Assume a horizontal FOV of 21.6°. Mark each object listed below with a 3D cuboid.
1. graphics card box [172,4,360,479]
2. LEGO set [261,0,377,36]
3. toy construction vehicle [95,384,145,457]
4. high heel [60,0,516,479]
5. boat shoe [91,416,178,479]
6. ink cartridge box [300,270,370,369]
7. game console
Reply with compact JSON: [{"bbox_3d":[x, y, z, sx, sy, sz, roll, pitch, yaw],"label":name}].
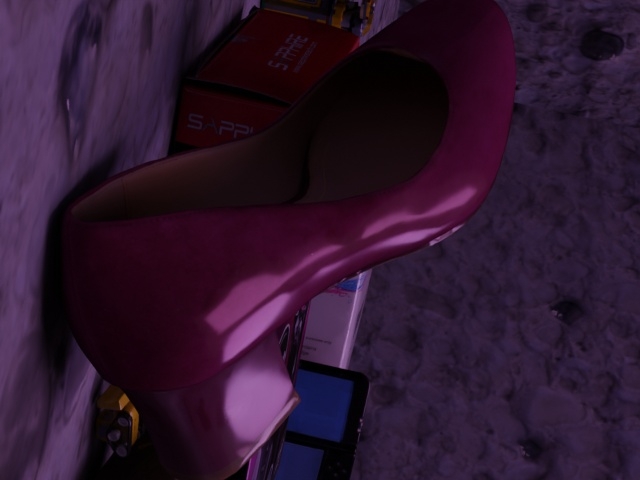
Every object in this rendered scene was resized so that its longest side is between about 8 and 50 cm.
[{"bbox_3d":[-0.059,0.042,1.183,0.233,0.094,0.371,-67,169,-70],"label":"graphics card box"},{"bbox_3d":[0.076,-0.303,1.287,0.331,0.192,0.255,98,5,-46],"label":"LEGO set"},{"bbox_3d":[-0.109,0.064,0.992,0.086,0.035,0.098,-54,157,-52],"label":"toy construction vehicle"},{"bbox_3d":[0.001,-0.058,0.899,0.377,0.127,0.181,-59,146,-35],"label":"high heel"},{"bbox_3d":[-0.099,0.151,1.011,0.178,0.064,0.060,-76,147,-48],"label":"boat shoe"},{"bbox_3d":[0.000,0.000,1.750,0.201,0.117,0.278,-69,171,-68],"label":"ink cartridge box"},{"bbox_3d":[-0.034,0.188,1.650,0.124,0.144,0.085,-73,174,-45],"label":"game console"}]
